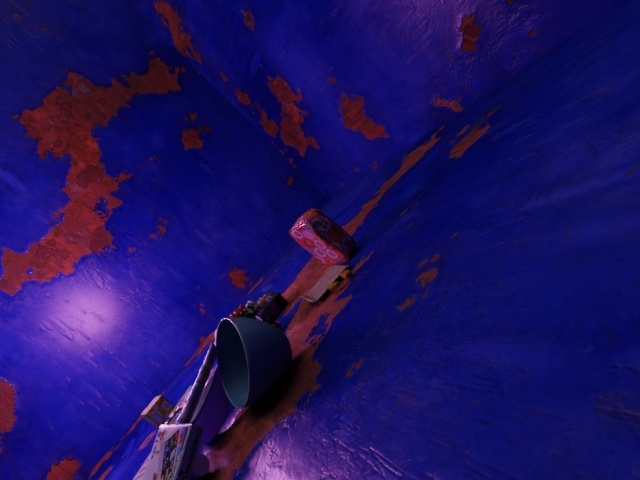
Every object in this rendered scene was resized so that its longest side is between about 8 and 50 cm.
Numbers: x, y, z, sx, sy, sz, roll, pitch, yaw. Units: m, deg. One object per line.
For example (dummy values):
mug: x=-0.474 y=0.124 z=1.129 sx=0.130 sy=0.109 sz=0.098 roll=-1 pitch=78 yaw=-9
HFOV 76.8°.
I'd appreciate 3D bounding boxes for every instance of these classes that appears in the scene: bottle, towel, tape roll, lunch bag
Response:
bottle: x=-0.460 y=0.767 z=1.287 sx=0.282 sy=0.092 sz=0.118 roll=-42 pitch=14 yaw=26
towel: x=-0.440 y=0.519 z=1.451 sx=0.209 sy=0.034 sz=0.285 roll=116 pitch=174 yaw=-65
tape roll: x=-0.410 y=0.613 z=1.530 sx=0.275 sy=0.090 sz=0.275 roll=-58 pitch=12 yaw=20
lunch bag: x=0.000 y=0.000 z=1.912 sx=0.258 sy=0.293 sz=0.120 roll=-31 pitch=22 yaw=57

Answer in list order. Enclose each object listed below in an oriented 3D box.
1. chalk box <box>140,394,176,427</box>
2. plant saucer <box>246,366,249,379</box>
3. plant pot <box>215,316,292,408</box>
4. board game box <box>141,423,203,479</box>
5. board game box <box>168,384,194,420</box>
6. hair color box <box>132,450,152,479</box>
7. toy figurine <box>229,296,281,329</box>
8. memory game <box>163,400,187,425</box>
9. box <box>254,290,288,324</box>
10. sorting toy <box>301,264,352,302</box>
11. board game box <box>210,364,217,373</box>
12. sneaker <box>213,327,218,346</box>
chalk box: x=-0.953 y=1.007 z=2.366 sx=0.213 sy=0.132 sz=0.132 roll=-37 pitch=13 yaw=51
plant saucer: x=-0.286 y=0.513 z=1.538 sx=0.200 sy=0.037 sz=0.200 roll=-161 pitch=90 yaw=-78
plant pot: x=-0.213 y=0.391 z=1.370 sx=0.195 sy=0.291 sz=0.290 roll=-6 pitch=-17 yaw=-34
board game box: x=-0.462 y=0.713 z=1.196 sx=0.192 sy=0.053 sz=0.306 roll=-21 pitch=45 yaw=38
board game box: x=-0.557 y=0.687 z=1.740 sx=0.211 sy=0.039 sz=0.160 roll=-34 pitch=17 yaw=42
hair color box: x=-0.614 y=0.886 z=1.428 sx=0.174 sy=0.105 sz=0.347 roll=-42 pitch=10 yaw=27
toy figurine: x=-0.295 y=0.379 z=1.882 sx=0.148 sy=0.213 sz=0.209 roll=-32 pitch=3 yaw=-36
memory game: x=-0.593 y=0.726 z=1.620 sx=0.186 sy=0.012 sz=0.186 roll=-44 pitch=13 yaw=13
box: x=-0.279 y=0.359 z=2.160 sx=0.158 sy=0.093 sz=0.155 roll=-51 pitch=22 yaw=-24
sorting toy: x=0.038 y=0.189 z=1.733 sx=0.229 sy=0.041 sz=0.307 roll=-44 pitch=8 yaw=-12
board game box: x=-0.563 y=0.752 z=1.866 sx=0.254 sy=0.079 sz=0.336 roll=-45 pitch=9 yaw=11
sneaker: x=-0.554 y=0.567 z=2.504 sx=0.208 sy=0.127 sz=0.319 roll=-47 pitch=18 yaw=5
